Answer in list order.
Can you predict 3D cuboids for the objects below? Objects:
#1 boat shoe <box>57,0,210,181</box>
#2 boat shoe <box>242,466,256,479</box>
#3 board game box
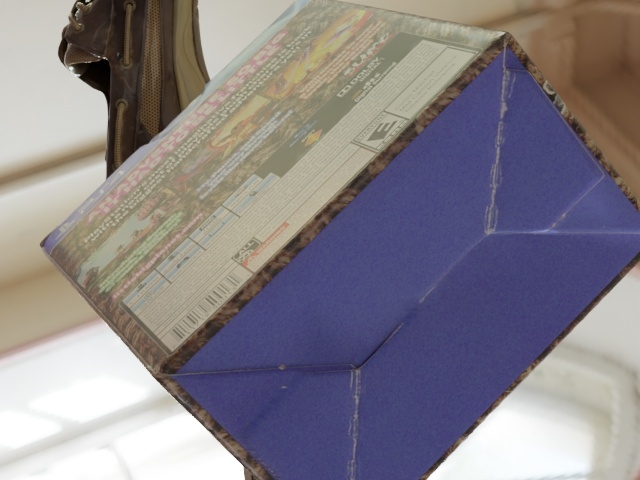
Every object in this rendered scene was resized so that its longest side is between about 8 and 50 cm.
[{"bbox_3d":[-0.179,-0.192,1.504,0.132,0.130,0.355,115,-36,-68],"label":"boat shoe"},{"bbox_3d":[-0.002,0.194,1.033,0.065,0.075,0.206,-50,-136,45],"label":"boat shoe"},{"bbox_3d":[0.000,0.000,0.888,0.141,0.232,0.291,48,-6,-23],"label":"board game box"}]
